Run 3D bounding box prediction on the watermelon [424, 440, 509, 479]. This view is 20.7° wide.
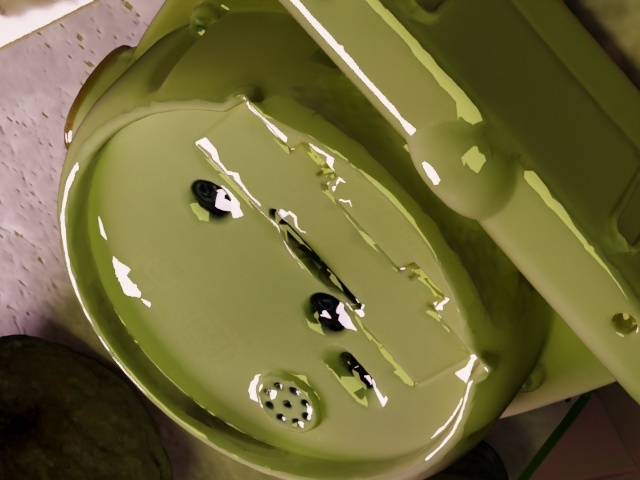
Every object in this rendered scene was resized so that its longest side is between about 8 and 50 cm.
[{"bbox_3d":[0.057,0.140,0.973,0.110,0.078,0.078,-8,119,37],"label":"watermelon"}]

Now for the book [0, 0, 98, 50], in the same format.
[{"bbox_3d":[-0.165,-0.188,0.895,0.192,0.013,0.168,-17,114,41],"label":"book"}]

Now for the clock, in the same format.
[{"bbox_3d":[0.000,0.000,0.865,0.286,0.117,0.348,47,136,-8],"label":"clock"}]

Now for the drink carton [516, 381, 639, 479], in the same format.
[{"bbox_3d":[0.210,0.201,0.898,0.161,0.108,0.271,3,127,35],"label":"drink carton"}]

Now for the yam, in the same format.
[{"bbox_3d":[-0.229,0.199,1.130,0.195,0.195,0.300,42,137,-3],"label":"yam"}]
